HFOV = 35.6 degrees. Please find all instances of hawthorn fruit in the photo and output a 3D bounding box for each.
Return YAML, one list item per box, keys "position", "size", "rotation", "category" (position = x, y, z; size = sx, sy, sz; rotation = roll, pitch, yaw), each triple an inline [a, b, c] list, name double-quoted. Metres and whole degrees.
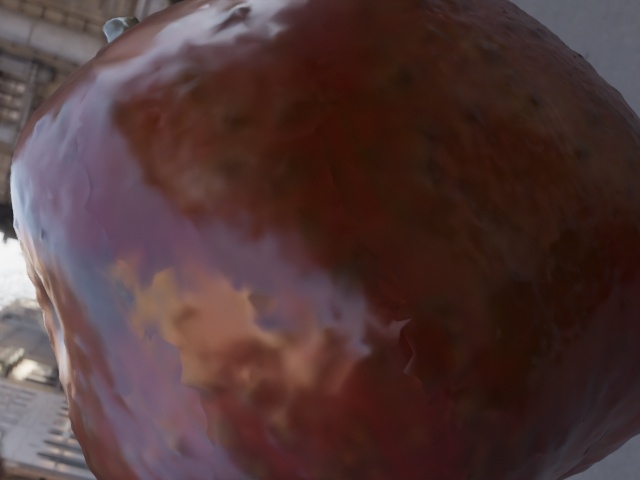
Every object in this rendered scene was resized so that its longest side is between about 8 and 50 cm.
- position: [0.000, 0.000, 0.442]
  size: [0.275, 0.300, 0.275]
  rotation: [-39, -12, -10]
  category: "hawthorn fruit"
